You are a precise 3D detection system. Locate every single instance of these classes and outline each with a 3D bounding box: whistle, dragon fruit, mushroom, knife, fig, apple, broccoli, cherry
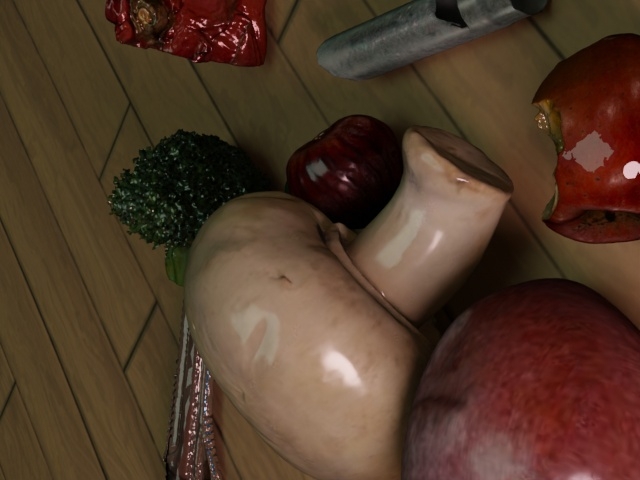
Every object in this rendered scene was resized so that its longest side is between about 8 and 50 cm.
[{"bbox_3d":[0.104,-0.213,1.524,0.312,0.062,0.062,-14,77,55],"label":"whistle"},{"bbox_3d":[-0.159,-0.275,1.804,0.122,0.192,0.092,-116,34,-55],"label":"dragon fruit"},{"bbox_3d":[0.006,0.072,1.431,0.356,0.315,0.315,100,150,-50],"label":"mushroom"},{"bbox_3d":[-0.145,0.161,1.905,0.089,0.043,0.365,6,93,23],"label":"knife"},{"bbox_3d":[0.026,-0.056,1.578,0.128,0.128,0.150,-17,73,54],"label":"fig"},{"bbox_3d":[0.246,-0.086,1.235,0.147,0.156,0.158,-11,65,41],"label":"apple"},{"bbox_3d":[-0.154,-0.027,1.811,0.194,0.194,0.220,-52,15,41],"label":"broccoli"},{"bbox_3d":[0.186,0.163,1.265,0.261,0.221,0.308,-29,47,47],"label":"cherry"}]

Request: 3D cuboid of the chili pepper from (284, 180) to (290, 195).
[{"bbox_3d":[-0.002,0.000,1.679,0.108,0.062,0.216,-18,74,48],"label":"chili pepper"}]
